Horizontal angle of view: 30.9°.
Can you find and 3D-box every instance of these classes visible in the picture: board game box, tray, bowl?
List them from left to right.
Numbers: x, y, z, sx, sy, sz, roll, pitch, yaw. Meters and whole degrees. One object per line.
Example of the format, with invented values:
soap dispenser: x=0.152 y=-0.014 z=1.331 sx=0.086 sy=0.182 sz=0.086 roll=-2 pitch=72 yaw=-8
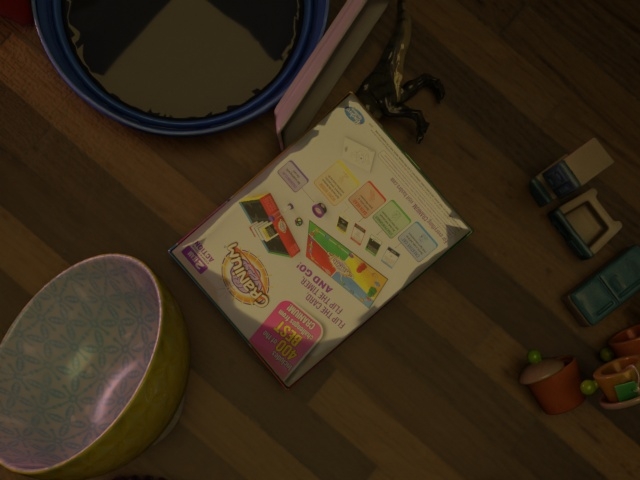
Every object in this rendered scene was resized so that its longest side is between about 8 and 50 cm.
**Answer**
bowl: x=-0.259 y=0.177 z=1.429 sx=0.289 sy=0.289 sz=0.156 roll=-56 pitch=134 yaw=-8
bowl: x=-0.183 y=-0.325 z=1.548 sx=0.391 sy=0.077 sz=0.391 roll=1 pitch=83 yaw=-5
board game box: x=0.000 y=0.000 z=1.504 sx=0.316 sy=0.064 sz=0.242 roll=-40 pitch=89 yaw=3
tray: x=0.011 y=-0.238 z=1.522 sx=0.030 sy=0.145 sz=0.270 roll=32 pitch=82 yaw=5

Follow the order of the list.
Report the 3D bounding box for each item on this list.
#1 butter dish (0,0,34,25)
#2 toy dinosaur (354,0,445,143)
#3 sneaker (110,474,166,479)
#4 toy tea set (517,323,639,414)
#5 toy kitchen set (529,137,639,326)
butter dish: x=-0.455 y=-0.366 z=1.508 sx=0.118 sy=0.160 sz=0.160 roll=-5 pitch=84 yaw=18
toy dinosaur: x=0.103 y=-0.197 z=1.569 sx=0.118 sy=0.064 sz=0.268 roll=26 pitch=79 yaw=5
sneaker: x=-0.169 y=0.370 z=1.467 sx=0.236 sy=0.095 sz=0.104 roll=19 pitch=90 yaw=-4
toy tea set: x=0.414 y=0.117 z=1.494 sx=0.336 sy=0.200 sz=0.124 roll=-25 pitch=95 yaw=-2
toy kitchen set: x=0.352 y=-0.006 z=1.514 sx=0.122 sy=0.166 sz=0.207 roll=-37 pitch=88 yaw=-8
